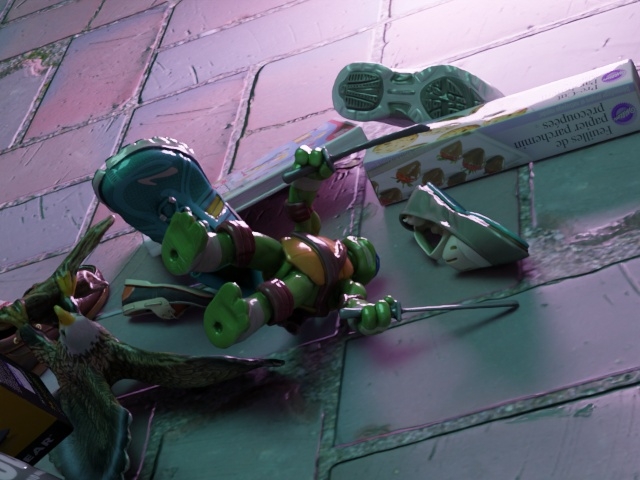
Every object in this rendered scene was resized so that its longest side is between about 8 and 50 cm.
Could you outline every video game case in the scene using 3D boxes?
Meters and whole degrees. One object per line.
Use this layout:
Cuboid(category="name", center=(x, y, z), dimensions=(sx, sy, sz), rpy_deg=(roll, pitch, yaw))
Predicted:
Cuboid(category="video game case", center=(-0.087, -0.068, 2.053), dimensions=(0.285, 0.025, 0.204), rpy_deg=(-28, 10, -4))

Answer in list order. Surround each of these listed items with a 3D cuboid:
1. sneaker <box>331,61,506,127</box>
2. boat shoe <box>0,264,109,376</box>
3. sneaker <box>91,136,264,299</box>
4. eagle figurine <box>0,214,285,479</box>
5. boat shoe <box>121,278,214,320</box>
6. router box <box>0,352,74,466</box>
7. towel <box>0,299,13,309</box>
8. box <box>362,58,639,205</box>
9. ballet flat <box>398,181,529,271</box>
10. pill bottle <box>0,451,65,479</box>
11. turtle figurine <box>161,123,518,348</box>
Cuboid(category="sneaker", center=(0.137, -0.169, 2.052), dimensions=(0.232, 0.090, 0.115), rpy_deg=(16, 7, 29))
Cuboid(category="boat shoe", center=(-0.320, 0.086, 1.994), dimensions=(0.073, 0.073, 0.207), rpy_deg=(-8, 30, 32))
Cuboid(category="sneaker", center=(-0.136, -0.018, 1.821), dimensions=(0.107, 0.275, 0.110), rpy_deg=(-43, 49, 6))
Cuboid(category="eagle figurine", center=(-0.213, 0.136, 1.741), dimensions=(0.298, 0.225, 0.226), rpy_deg=(37, 106, 28))
Cuboid(category="boat shoe", center=(-0.175, 0.070, 1.934), dimensions=(0.137, 0.049, 0.043), rpy_deg=(4, 81, 40))
Cuboid(category="router box", center=(-0.410, 0.212, 1.551), dimensions=(0.309, 0.243, 0.081), rpy_deg=(-42, 60, 2))
Cuboid(category="towel", center=(-0.559, 0.129, 2.158), dimensions=(0.329, 0.037, 0.237), rpy_deg=(10, 41, 46))
Cuboid(category="box", center=(0.208, -0.121, 1.931), dimensions=(0.324, 0.063, 0.067), rpy_deg=(-16, 29, 18))
Cuboid(category="ballet flat", center=(0.147, -0.002, 1.785), dimensions=(0.068, 0.072, 0.213), rpy_deg=(-55, 29, 1))
Cuboid(category="pill bottle", center=(-0.256, 0.265, 1.399), dimensions=(0.283, 0.161, 0.161), rpy_deg=(22, 41, 7))
Cuboid(category="turtle figurine", center=(0.000, 0.000, 1.685), dimensions=(0.266, 0.197, 0.275), rpy_deg=(-12, 5, -44))
